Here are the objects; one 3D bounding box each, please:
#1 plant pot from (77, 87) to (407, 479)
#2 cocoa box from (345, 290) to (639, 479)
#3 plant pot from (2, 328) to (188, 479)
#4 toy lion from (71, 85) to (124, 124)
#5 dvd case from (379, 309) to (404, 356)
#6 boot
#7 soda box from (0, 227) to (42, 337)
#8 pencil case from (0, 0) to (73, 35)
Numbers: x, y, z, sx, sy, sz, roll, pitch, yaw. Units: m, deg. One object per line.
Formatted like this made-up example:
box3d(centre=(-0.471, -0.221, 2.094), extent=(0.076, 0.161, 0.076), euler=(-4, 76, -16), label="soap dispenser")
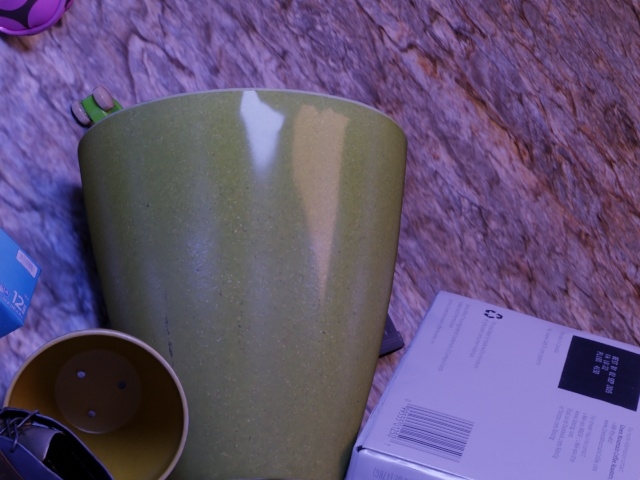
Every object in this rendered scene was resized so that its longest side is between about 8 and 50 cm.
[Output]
box3d(centre=(-0.060, 0.063, 1.575), extent=(0.275, 0.275, 0.293), euler=(23, 60, -53), label="plant pot")
box3d(centre=(0.151, 0.233, 1.678), extent=(0.231, 0.228, 0.347), euler=(16, 24, 8), label="cocoa box")
box3d(centre=(-0.167, 0.122, 1.448), extent=(0.134, 0.134, 0.095), euler=(57, 1, -12), label="plant pot")
box3d(centre=(-0.171, -0.085, 1.731), extent=(0.100, 0.034, 0.096), euler=(62, 15, 11), label="toy lion")
box3d(centre=(-0.008, 0.015, 1.937), extent=(0.179, 0.029, 0.238), euler=(-12, 75, -63), label="dvd case")
box3d(centre=(-0.227, 0.126, 1.331), extent=(0.219, 0.106, 0.082), euler=(55, 26, -15), label="boot")
box3d(centre=(-0.297, -0.013, 1.378), extent=(0.210, 0.071, 0.067), euler=(48, 28, -26), label="soda box")
box3d(centre=(-0.241, -0.265, 1.709), extent=(0.209, 0.095, 0.098), euler=(-77, 169, -56), label="pencil case")
